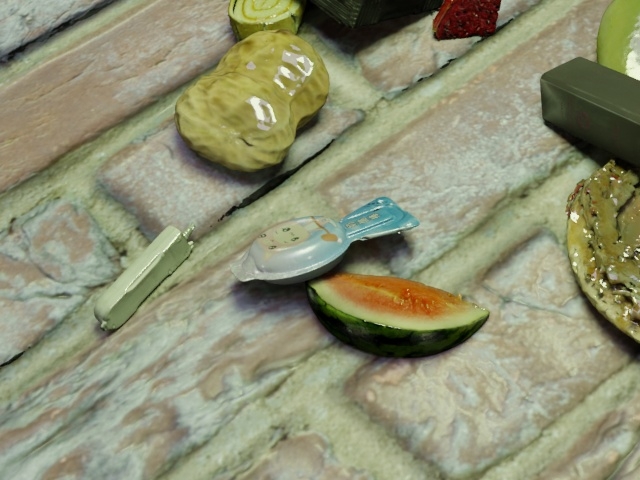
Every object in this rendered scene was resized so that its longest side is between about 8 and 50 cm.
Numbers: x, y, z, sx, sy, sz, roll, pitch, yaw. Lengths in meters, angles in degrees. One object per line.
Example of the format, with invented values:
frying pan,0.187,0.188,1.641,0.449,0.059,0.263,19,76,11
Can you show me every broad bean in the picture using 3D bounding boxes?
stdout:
broad bean,0.489,-0.284,1.326,0.189,0.121,0.263,19,63,9

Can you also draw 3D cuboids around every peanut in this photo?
peanut,-0.095,-0.206,1.349,0.196,0.110,0.233,26,63,27

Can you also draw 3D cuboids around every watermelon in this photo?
watermelon,0.084,0.084,1.174,0.245,0.063,0.119,12,46,15

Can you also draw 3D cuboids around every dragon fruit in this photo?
dragon fruit,0.220,-0.372,1.414,0.097,0.131,0.063,0,52,-2

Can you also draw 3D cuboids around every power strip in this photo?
power strip,-0.229,0.043,1.237,0.030,0.047,0.191,27,64,29

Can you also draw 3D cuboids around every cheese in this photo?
cheese,0.000,0.000,1.218,0.244,0.052,0.135,-21,28,-13

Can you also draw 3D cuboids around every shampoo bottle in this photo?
shampoo bottle,0.396,-0.164,1.234,0.079,0.080,0.246,-27,36,-17

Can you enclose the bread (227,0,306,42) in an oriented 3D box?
bread,-0.081,-0.371,1.484,0.117,0.064,0.156,12,57,9

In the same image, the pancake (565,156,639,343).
pancake,0.491,0.007,1.162,0.382,0.071,0.382,-3,52,4

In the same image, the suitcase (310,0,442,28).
suitcase,0.030,-0.479,1.449,0.229,0.152,0.335,-23,53,-38
